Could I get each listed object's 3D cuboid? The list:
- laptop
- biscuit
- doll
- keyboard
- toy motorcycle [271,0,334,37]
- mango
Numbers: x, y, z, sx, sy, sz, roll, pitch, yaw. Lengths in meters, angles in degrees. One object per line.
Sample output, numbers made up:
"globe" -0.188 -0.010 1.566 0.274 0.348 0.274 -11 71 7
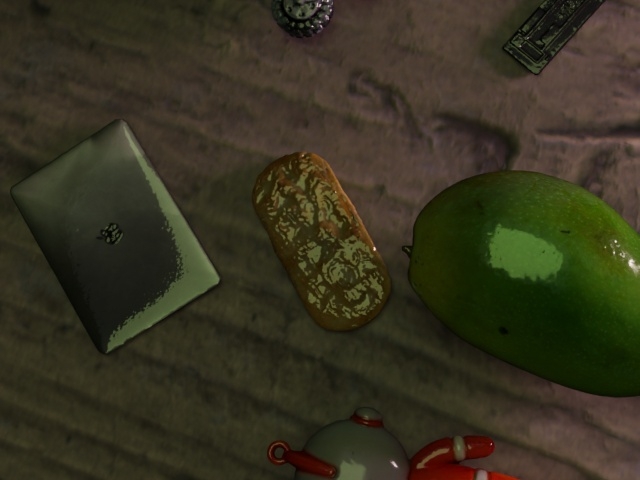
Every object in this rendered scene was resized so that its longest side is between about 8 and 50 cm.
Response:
"laptop" -0.273 -0.007 1.540 0.187 0.015 0.269 -32 78 1
"biscuit" 0.000 0.000 1.501 0.118 0.029 0.247 -29 78 1
"doll" 0.095 0.308 1.406 0.336 0.105 0.200 17 84 1
"keyboard" 0.327 -0.308 1.525 0.061 0.013 0.204 42 87 12
"toy motorcycle" 0.045 -0.406 1.525 0.307 0.108 0.173 -36 79 5
"mango" 0.286 0.051 1.374 0.382 0.201 0.225 24 74 7
